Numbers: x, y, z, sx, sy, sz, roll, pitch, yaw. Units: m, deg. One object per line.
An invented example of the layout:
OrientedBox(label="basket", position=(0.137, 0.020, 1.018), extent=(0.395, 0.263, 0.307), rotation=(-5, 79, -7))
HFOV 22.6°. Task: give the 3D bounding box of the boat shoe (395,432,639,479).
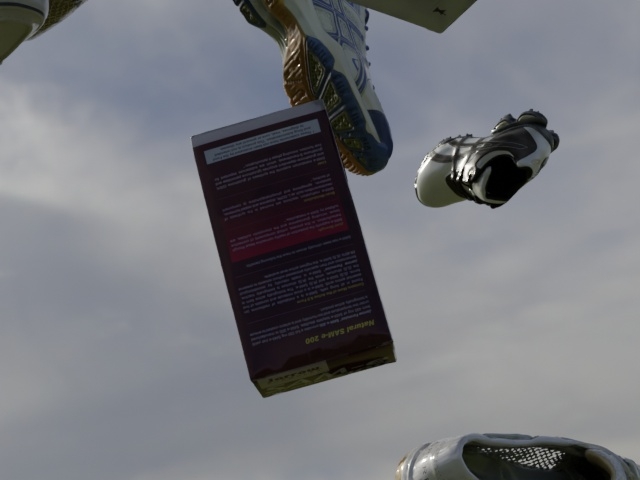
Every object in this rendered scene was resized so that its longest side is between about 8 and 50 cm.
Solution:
OrientedBox(label="boat shoe", position=(0.195, 0.195, 1.177), extent=(0.277, 0.098, 0.096), rotation=(12, -30, -25))

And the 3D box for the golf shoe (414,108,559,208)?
OrientedBox(label="golf shoe", position=(0.171, -0.074, 1.775), extent=(0.077, 0.094, 0.198), rotation=(42, -45, -19))

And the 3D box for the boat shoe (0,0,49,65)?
OrientedBox(label="boat shoe", position=(-0.371, -0.180, 1.618), extent=(0.267, 0.088, 0.096), rotation=(-18, -23, 35))

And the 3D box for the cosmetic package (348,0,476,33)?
OrientedBox(label="cosmetic package", position=(0.078, -0.341, 1.377), extent=(0.284, 0.097, 0.377), rotation=(18, -29, -21))

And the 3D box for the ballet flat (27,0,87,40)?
OrientedBox(label="ballet flat", position=(-0.227, -0.399, 1.609), extent=(0.164, 0.182, 0.483), rotation=(-11, -55, -50))

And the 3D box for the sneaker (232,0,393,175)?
OrientedBox(label="sneaker", position=(0.016, -0.215, 1.679), extent=(0.131, 0.296, 0.112), rotation=(-28, 0, -31))

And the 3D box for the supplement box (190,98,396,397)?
OrientedBox(label="supplement box", position=(-0.024, 0.007, 1.436), extent=(0.130, 0.239, 0.073), rotation=(-15, -20, 2))
